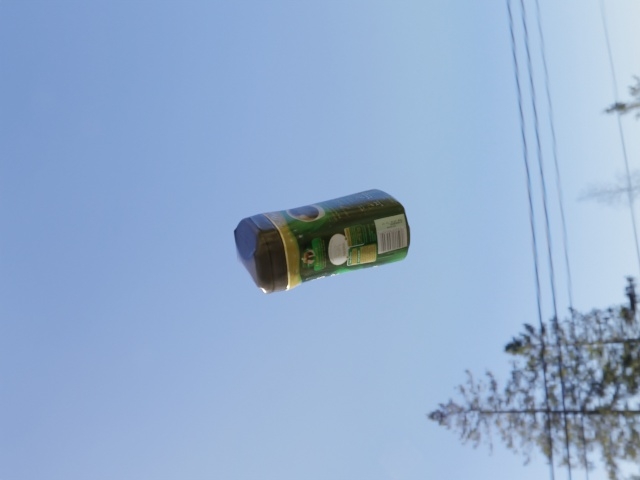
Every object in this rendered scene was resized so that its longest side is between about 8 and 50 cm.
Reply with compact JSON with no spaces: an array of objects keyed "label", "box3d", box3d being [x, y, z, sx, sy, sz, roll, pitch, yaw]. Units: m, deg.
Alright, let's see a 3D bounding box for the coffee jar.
[{"label":"coffee jar","box3d":[0.000,0.000,0.735,0.184,0.096,0.079,-13,-66,-19]}]
